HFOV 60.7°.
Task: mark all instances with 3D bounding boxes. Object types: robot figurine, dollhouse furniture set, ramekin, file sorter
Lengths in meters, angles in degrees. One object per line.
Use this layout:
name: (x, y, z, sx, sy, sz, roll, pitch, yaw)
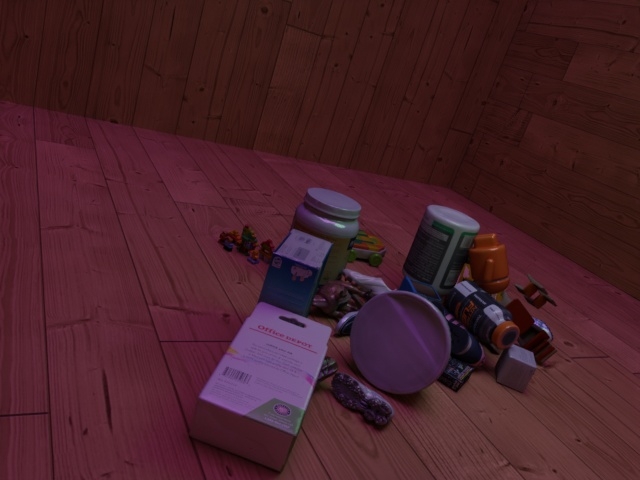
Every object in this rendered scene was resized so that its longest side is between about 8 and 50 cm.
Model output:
robot figurine: (0.577, 0.089, 1.871, 0.128, 0.220, 0.158, -12, 7, -15)
dollhouse furniture set: (0.690, 0.290, 1.858, 0.259, 0.262, 0.135, 44, 8, -31)
ramekin: (0.227, 0.267, 1.470, 0.272, 0.273, 0.127, 28, 10, 25)
file sorter: (0.299, 0.226, 1.767, 0.104, 0.170, 0.118, 18, 19, -12)

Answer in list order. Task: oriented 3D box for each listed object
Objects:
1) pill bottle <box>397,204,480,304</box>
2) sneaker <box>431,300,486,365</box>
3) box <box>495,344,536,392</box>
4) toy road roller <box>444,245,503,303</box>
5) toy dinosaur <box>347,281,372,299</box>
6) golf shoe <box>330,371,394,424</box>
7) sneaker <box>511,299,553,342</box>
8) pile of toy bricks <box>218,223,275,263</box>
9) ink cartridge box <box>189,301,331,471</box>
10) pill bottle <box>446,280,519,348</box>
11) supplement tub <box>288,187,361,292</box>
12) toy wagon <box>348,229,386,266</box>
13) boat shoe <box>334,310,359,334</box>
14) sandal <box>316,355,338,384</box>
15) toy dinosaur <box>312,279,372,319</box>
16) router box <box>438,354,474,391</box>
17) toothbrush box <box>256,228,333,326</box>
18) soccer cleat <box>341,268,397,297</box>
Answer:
pill bottle: (0.421, 0.070, 1.999, 0.204, 0.361, 0.204, 17, 20, -6)
sneaker: (0.427, 0.311, 1.795, 0.131, 0.112, 0.319, 41, 7, -21)
box: (0.604, 0.392, 1.694, 0.087, 0.102, 0.101, 23, 21, 7)
toy road roller: (0.589, 0.179, 2.184, 0.202, 0.241, 0.330, 17, 57, -4)
toy dinosaur: (0.189, 0.201, 1.898, 0.268, 0.064, 0.118, 33, 17, 27)
golf shoe: (0.105, 0.388, 1.343, 0.176, 0.069, 0.086, 33, 4, 28)
sneaker: (0.783, 0.320, 2.103, 0.086, 0.085, 0.237, -25, 44, -26)
pile of toy bricks: (-0.266, -0.006, 1.964, 0.212, 0.105, 0.118, 31, 23, 31)
ink cartridge box: (-0.113, 0.299, 1.197, 0.207, 0.119, 0.353, 20, 29, 5)
pill bottle: (0.524, 0.242, 1.753, 0.130, 0.131, 0.246, 7, 22, -29)
supplement tub: (0.000, 0.000, 1.874, 0.228, 0.316, 0.228, 16, 20, -6)
toy wagon: (0.107, 0.007, 2.322, 0.344, 0.068, 0.267, 11, 21, -21)
boat shoe: (0.124, 0.261, 1.667, 0.083, 0.065, 0.183, 37, 29, 28)
sandal: (-0.039, 0.335, 1.336, 0.180, 0.049, 0.072, -12, 47, -28)
toy dinosaur: (0.033, 0.171, 1.754, 0.200, 0.127, 0.295, 24, 13, 35)
router box: (0.387, 0.386, 1.609, 0.092, 0.038, 0.122, 28, 22, 27)
toothbrush box: (-0.082, 0.147, 1.443, 0.126, 0.296, 0.216, 19, 20, 5)
soccer cleat: (0.162, 0.145, 1.825, 0.196, 0.076, 0.068, 33, -15, 13)
